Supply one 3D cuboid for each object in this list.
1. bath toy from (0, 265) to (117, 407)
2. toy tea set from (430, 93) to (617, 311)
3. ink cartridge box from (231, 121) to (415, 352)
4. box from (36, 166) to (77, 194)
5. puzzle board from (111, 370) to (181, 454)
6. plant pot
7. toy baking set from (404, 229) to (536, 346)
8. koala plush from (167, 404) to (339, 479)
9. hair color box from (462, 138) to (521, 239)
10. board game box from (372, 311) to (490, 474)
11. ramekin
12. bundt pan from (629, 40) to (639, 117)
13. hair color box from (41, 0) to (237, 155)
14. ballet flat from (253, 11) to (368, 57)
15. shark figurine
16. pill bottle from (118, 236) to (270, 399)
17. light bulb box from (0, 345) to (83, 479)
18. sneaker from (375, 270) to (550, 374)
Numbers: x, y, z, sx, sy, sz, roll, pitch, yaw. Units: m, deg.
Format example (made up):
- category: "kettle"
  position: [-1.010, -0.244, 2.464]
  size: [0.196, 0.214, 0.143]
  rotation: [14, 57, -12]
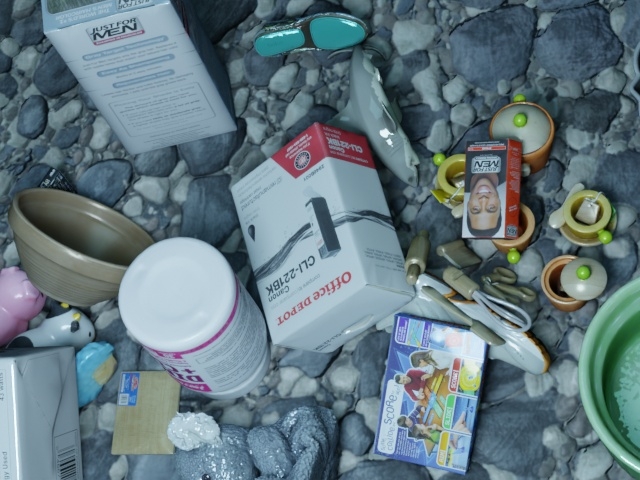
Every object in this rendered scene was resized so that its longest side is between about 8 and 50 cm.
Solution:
- category: "bath toy"
  position: [-0.463, 0.108, 2.044]
  size: [0.348, 0.129, 0.151]
  rotation: [36, 45, 23]
- category: "toy tea set"
  position: [0.312, -0.058, 1.948]
  size: [0.200, 0.124, 0.336]
  rotation: [-38, 65, -6]
- category: "ink cartridge box"
  position: [0.000, 0.000, 1.952]
  size: [0.197, 0.114, 0.272]
  rotation: [-35, 59, 34]
- category: "box"
  position: [-0.423, -0.069, 2.135]
  size: [0.018, 0.083, 0.067]
  rotation: [27, 76, 20]
- category: "puzzle board"
  position: [-0.256, 0.256, 1.998]
  size: [0.096, 0.011, 0.128]
  rotation: [-2, 66, 13]
- category: "plant pot"
  position: [-0.369, 0.023, 2.032]
  size: [0.237, 0.237, 0.109]
  rotation: [36, 109, 23]
- category: "toy baking set"
  position: [0.208, 0.058, 1.880]
  size: [0.197, 0.256, 0.030]
  rotation: [23, 115, 5]
- category: "koala plush"
  position: [-0.099, 0.310, 1.854]
  size: [0.221, 0.196, 0.203]
  rotation: [8, 57, 16]
- category: "hair color box"
  position: [0.245, -0.072, 1.926]
  size: [0.072, 0.043, 0.141]
  rotation: [-1, 86, 36]
- category: "board game box"
  position: [0.154, 0.211, 1.868]
  size: [0.136, 0.035, 0.201]
  rotation: [11, 97, 16]
- category: "ramekin"
  position: [0.496, 0.197, 1.785]
  size: [0.304, 0.148, 0.303]
  rotation: [-5, 66, 10]
- category: "bundt pan"
  position: [0.615, -0.207, 1.949]
  size: [0.331, 0.124, 0.330]
  rotation: [-5, 65, 11]
- category: "hair color box"
  position: [-0.265, -0.277, 2.029]
  size: [0.185, 0.374, 0.113]
  rotation: [-13, 65, 6]
- category: "ballet flat"
  position: [-0.015, -0.340, 2.179]
  size: [0.188, 0.070, 0.070]
  rotation: [-4, 66, 9]
- category: "shark figurine"
  position: [0.055, -0.213, 2.057]
  size: [0.116, 0.166, 0.278]
  rotation: [-25, 62, 12]
- category: "pill bottle"
  position: [-0.165, 0.120, 1.886]
  size: [0.160, 0.283, 0.160]
  rotation: [-5, 66, 10]
- category: "light bulb box"
  position: [-0.533, 0.333, 1.848]
  size: [0.361, 0.225, 0.357]
  rotation: [-3, 89, 11]
- category: "sneaker"
  position: [0.199, 0.139, 1.918]
  size: [0.262, 0.099, 0.121]
  rotation: [29, 94, 21]
